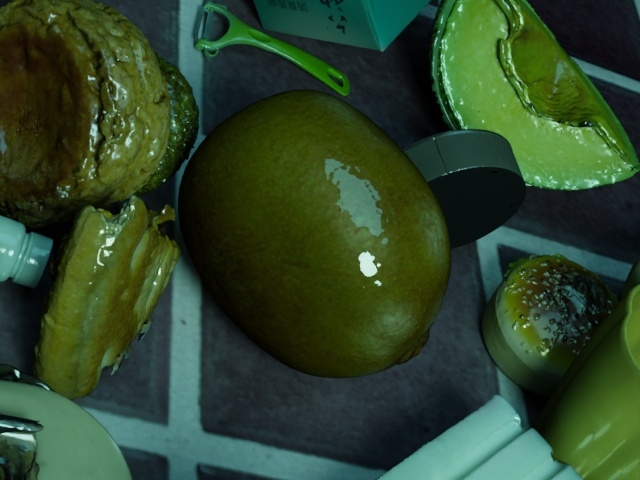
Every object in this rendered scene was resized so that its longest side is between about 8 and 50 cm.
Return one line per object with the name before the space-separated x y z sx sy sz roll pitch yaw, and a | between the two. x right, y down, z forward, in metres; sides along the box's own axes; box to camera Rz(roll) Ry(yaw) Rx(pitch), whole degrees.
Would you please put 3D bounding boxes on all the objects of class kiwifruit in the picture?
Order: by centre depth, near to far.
kiwifruit | 0.000 0.000 1.052 0.196 0.196 0.234 -30 80 -45

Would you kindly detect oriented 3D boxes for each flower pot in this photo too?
flower pot | 0.266 0.162 1.087 0.195 0.179 0.195 24 38 -20

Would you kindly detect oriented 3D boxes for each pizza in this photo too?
pizza | -0.157 0.020 1.006 0.069 0.154 0.194 17 16 7

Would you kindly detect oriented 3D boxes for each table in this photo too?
table | 0.115 -0.043 1.207 0.133 0.133 0.043 3 54 -31

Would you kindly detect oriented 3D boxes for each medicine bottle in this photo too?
medicine bottle | -0.244 0.004 0.994 0.083 0.047 0.047 22 45 -17

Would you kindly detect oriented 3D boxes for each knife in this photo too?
knife | -0.042 -0.180 1.307 0.166 0.022 0.078 21 50 -15

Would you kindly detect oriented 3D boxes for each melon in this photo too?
melon | 0.198 -0.158 1.378 0.265 0.129 0.169 49 20 -8

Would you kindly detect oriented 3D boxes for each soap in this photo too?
soap | 0.087 0.237 0.982 0.261 0.094 0.150 -25 65 -43

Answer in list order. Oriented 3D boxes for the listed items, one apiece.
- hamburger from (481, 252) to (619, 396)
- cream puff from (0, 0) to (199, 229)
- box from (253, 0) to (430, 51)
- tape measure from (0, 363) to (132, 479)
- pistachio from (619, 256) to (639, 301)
hamburger | 0.212 0.071 1.210 0.126 0.081 0.141 39 44 3
cream puff | -0.178 -0.100 1.061 0.183 0.183 0.169 54 26 17
box | 0.057 -0.300 1.329 0.153 0.092 0.245 17 51 36
tape measure | -0.243 0.175 0.788 0.271 0.133 0.231 5 52 -27
pistachio | 0.364 0.069 1.261 0.238 0.137 0.153 20 76 -52
